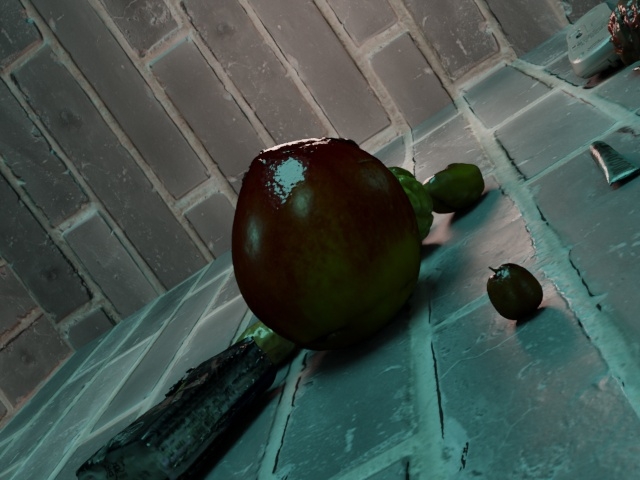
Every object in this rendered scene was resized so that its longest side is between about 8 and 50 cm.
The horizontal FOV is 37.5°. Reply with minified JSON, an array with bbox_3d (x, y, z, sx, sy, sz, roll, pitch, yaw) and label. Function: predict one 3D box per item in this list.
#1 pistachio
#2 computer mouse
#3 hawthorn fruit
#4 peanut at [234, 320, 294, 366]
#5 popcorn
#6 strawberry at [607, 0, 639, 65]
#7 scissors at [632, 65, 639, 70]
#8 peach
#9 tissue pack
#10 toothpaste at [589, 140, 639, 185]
[{"bbox_3d":[0.291,-0.110,2.017,0.110,0.100,0.189,1,14,33],"label":"pistachio"},{"bbox_3d":[0.719,-0.497,2.405,0.184,0.121,0.297,-39,20,21],"label":"computer mouse"},{"bbox_3d":[0.258,0.067,1.260,0.077,0.077,0.077,-34,9,6],"label":"hawthorn fruit"},{"bbox_3d":[-0.074,0.176,1.838,0.229,0.098,0.103,-40,51,-24],"label":"peanut"},{"bbox_3d":[0.121,-0.040,1.947,0.237,0.206,0.251,-50,-10,6],"label":"popcorn"},{"bbox_3d":[0.797,-0.529,2.104,0.336,0.149,0.265,-30,3,-10],"label":"strawberry"},{"bbox_3d":[0.774,-0.400,1.965,0.256,0.029,0.383,-36,8,-6],"label":"scissors"},{"bbox_3d":[0.000,0.000,1.646,0.370,0.370,0.370,-34,9,6],"label":"peach"},{"bbox_3d":[-0.242,0.320,1.630,0.245,0.123,0.332,-34,4,41],"label":"tissue pack"},{"bbox_3d":[0.489,-0.131,1.588,0.056,0.036,0.205,-31,13,12],"label":"toothpaste"}]
